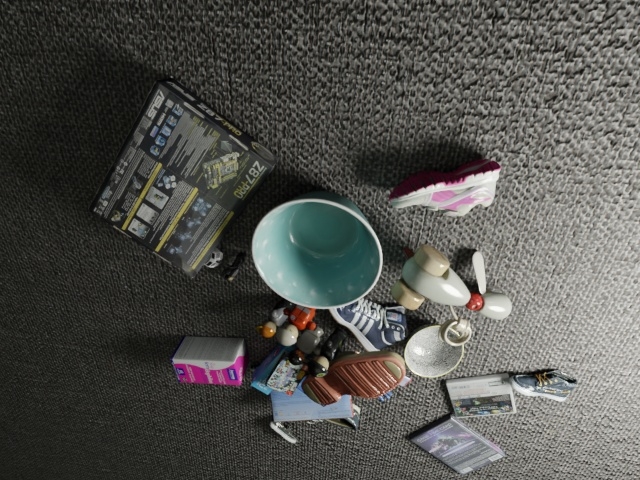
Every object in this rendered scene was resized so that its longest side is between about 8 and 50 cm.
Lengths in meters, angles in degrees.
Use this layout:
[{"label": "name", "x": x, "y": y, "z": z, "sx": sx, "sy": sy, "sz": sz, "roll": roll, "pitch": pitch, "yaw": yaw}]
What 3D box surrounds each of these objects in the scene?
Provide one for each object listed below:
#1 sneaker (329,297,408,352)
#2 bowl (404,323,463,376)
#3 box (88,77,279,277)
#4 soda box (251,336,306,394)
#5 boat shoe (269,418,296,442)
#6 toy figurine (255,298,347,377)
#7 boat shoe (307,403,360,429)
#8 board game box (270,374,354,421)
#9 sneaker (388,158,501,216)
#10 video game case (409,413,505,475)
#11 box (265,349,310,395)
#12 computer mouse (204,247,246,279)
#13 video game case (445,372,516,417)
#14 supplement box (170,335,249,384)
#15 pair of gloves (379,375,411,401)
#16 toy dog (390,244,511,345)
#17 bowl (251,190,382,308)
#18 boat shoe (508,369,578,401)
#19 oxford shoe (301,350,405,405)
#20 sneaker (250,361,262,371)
[{"label": "sneaker", "x": 0.141, "y": 0.203, "z": 1.200, "sx": 0.153, "sy": 0.099, "sz": 0.282, "roll": -24, "pitch": 121, "yaw": 28}, {"label": "bowl", "x": 0.317, "y": 0.301, "z": 1.231, "sx": 0.170, "sy": 0.080, "sz": 0.170, "roll": -1, "pitch": 110, "yaw": -3}, {"label": "box", "x": -0.342, "y": -0.139, "z": 1.056, "sx": 0.318, "sy": 0.097, "sz": 0.395, "roll": 36, "pitch": 114, "yaw": -10}, {"label": "soda box", "x": -0.133, "y": 0.397, "z": 1.370, "sx": 0.071, "sy": 0.067, "sz": 0.210, "roll": 36, "pitch": 110, "yaw": -14}, {"label": "boat shoe", "x": -0.133, "y": 0.715, "z": 1.606, "sx": 0.040, "sy": 0.049, "sz": 0.142, "roll": -48, "pitch": 114, "yaw": -9}, {"label": "toy figurine", "x": -0.057, "y": 0.272, "z": 1.208, "sx": 0.213, "sy": 0.148, "sz": 0.210, "roll": 48, "pitch": 152, "yaw": -20}, {"label": "boat shoe", "x": 0.012, "y": 0.594, "z": 1.482, "sx": 0.255, "sy": 0.079, "sz": 0.095, "roll": 20, "pitch": 125, "yaw": -2}, {"label": "board game box", "x": -0.035, "y": 0.528, "z": 1.434, "sx": 0.282, "sy": 0.027, "sz": 0.144, "roll": -10, "pitch": 83, "yaw": 17}, {"label": "sneaker", "x": 0.287, "y": -0.101, "z": 0.982, "sx": 0.253, "sy": 0.103, "sz": 0.111, "roll": -10, "pitch": 118, "yaw": 17}, {"label": "video game case", "x": 0.485, "y": 0.731, "z": 1.513, "sx": 0.274, "sy": 0.026, "sz": 0.196, "roll": 38, "pitch": 121, "yaw": -12}, {"label": "box", "x": -0.101, "y": 0.414, "z": 1.324, "sx": 0.094, "sy": 0.027, "sz": 0.137, "roll": 25, "pitch": 112, "yaw": -13}, {"label": "computer mouse", "x": -0.316, "y": 0.038, "z": 1.218, "sx": 0.193, "sy": 0.042, "sz": 0.106, "roll": 29, "pitch": 120, "yaw": -12}, {"label": "video game case", "x": 0.515, "y": 0.500, "z": 1.365, "sx": 0.191, "sy": 0.022, "sz": 0.173, "roll": -13, "pitch": 118, "yaw": 17}, {"label": "supplement box", "x": -0.361, "y": 0.396, "z": 1.409, "sx": 0.220, "sy": 0.114, "sz": 0.111, "roll": -1, "pitch": 120, "yaw": 9}, {"label": "pair of gloves", "x": 0.198, "y": 0.453, "z": 1.394, "sx": 0.159, "sy": 0.023, "sz": 0.198, "roll": 36, "pitch": 122, "yaw": -12}, {"label": "toy dog", "x": 0.325, "y": 0.106, "z": 1.103, "sx": 0.220, "sy": 0.160, "sz": 0.334, "roll": -38, "pitch": 122, "yaw": 20}, {"label": "bowl", "x": 0.000, "y": 0.000, "z": 1.063, "sx": 0.312, "sy": 0.163, "sz": 0.311, "roll": 5, "pitch": 123, "yaw": 7}, {"label": "boat shoe", "x": 0.661, "y": 0.418, "z": 1.265, "sx": 0.184, "sy": 0.065, "sz": 0.083, "roll": 13, "pitch": 122, "yaw": -6}, {"label": "oxford shoe", "x": 0.098, "y": 0.369, "z": 1.246, "sx": 0.397, "sy": 0.146, "sz": 0.140, "roll": -29, "pitch": 101, "yaw": 44}, {"label": "sneaker", "x": -0.189, "y": 0.452, "z": 1.454, "sx": 0.098, "sy": 0.038, "sz": 0.069, "roll": -4, "pitch": 120, "yaw": 13}]
